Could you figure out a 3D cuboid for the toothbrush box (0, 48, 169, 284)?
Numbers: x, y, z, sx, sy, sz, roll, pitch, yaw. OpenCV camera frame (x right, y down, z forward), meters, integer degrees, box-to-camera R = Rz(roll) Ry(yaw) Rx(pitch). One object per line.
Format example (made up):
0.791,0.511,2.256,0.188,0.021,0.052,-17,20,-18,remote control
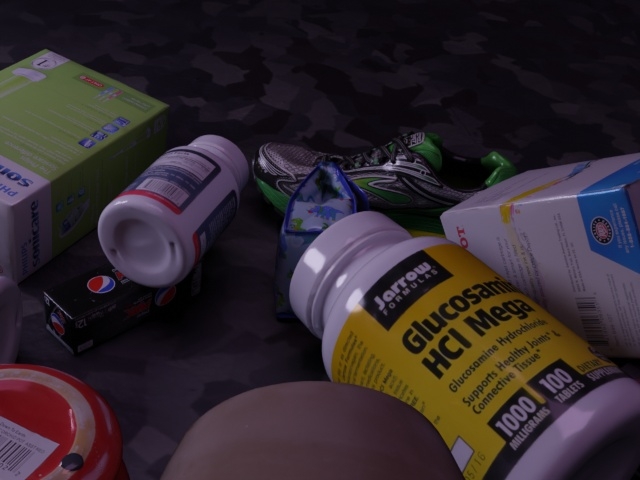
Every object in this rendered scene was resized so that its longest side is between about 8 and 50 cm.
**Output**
-0.351,-0.102,1.081,0.206,0.122,0.283,25,39,15,toothbrush box

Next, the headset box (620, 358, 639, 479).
0.422,0.178,0.864,0.293,0.110,0.218,-25,47,-36,headset box

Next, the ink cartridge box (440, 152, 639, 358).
0.280,0.013,0.928,0.168,0.171,0.233,-24,11,-37,ink cartridge box

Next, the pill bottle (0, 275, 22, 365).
-0.402,0.079,0.837,0.209,0.119,0.119,7,36,0,pill bottle

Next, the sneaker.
0.083,-0.084,1.124,0.344,0.146,0.134,8,37,2,sneaker

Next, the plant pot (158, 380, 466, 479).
-0.006,0.245,0.504,0.323,0.323,0.280,3,40,-6,plant pot

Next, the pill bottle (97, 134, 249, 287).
-0.149,-0.040,0.962,0.108,0.108,0.180,17,36,13,pill bottle

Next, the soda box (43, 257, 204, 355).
-0.210,0.056,0.959,0.169,0.053,0.060,-26,47,-38,soda box

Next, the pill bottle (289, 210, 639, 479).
0.122,0.116,0.827,0.188,0.187,0.334,-20,45,-33,pill bottle

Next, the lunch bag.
0.000,0.000,1.009,0.096,0.128,0.151,7,35,-3,lunch bag

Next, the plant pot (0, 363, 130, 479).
-0.230,0.199,0.666,0.191,0.174,0.191,6,35,-4,plant pot
